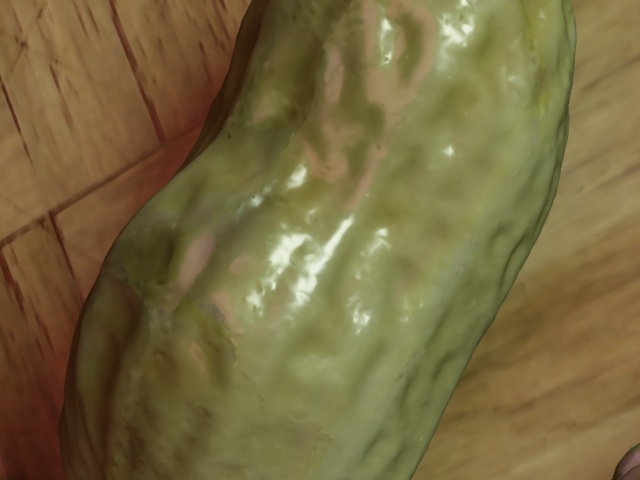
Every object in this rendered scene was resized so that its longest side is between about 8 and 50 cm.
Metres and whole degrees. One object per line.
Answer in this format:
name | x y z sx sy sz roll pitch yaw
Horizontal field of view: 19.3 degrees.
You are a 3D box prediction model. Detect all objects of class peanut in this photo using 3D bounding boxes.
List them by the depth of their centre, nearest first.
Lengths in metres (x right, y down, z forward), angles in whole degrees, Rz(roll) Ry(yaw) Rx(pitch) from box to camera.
peanut | 0.000 0.000 0.723 0.152 0.152 0.313 33 96 27

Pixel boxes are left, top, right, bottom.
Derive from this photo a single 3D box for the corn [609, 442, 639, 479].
corn | 0.121 0.137 0.660 0.335 0.126 0.126 -46 66 7
